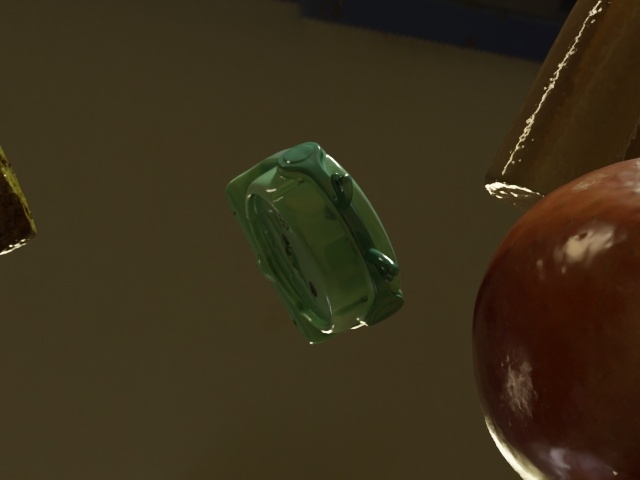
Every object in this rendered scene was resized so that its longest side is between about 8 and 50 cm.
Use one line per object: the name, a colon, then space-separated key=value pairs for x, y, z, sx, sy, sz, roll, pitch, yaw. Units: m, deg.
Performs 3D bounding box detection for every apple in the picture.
apple: x=0.192 y=0.059 z=0.726 sx=0.218 sy=0.201 sz=0.218 roll=0 pitch=-91 yaw=-19

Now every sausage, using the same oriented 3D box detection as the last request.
sausage: x=0.259 y=-0.137 z=1.239 sx=0.123 sy=0.123 sz=0.253 roll=29 pitch=-97 yaw=-22

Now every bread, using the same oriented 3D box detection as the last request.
bread: x=-0.369 y=-0.019 z=1.280 sx=0.172 sy=0.103 sz=0.132 roll=-22 pitch=-18 yaw=-9

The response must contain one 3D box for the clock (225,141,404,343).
clock: x=0.000 y=0.000 z=1.044 sx=0.066 sy=0.211 sz=0.159 roll=-30 pitch=-88 yaw=-17
